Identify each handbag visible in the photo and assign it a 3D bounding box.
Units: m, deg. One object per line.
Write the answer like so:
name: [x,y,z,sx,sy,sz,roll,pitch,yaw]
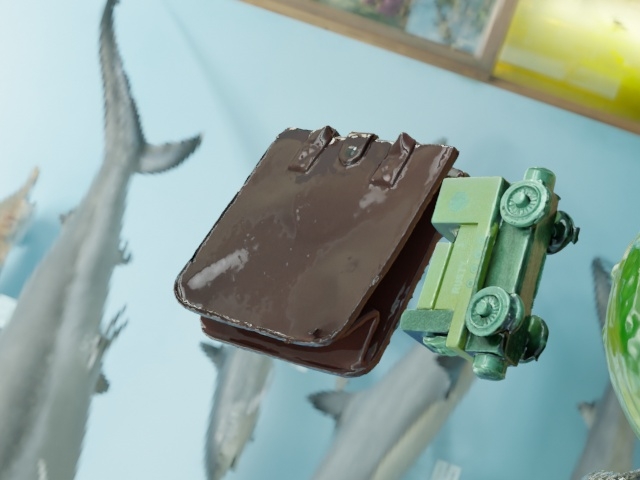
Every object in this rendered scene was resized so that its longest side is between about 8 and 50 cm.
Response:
handbag: [-0.001,-0.001,1.211,0.275,0.260,0.084,-59,-44,-22]

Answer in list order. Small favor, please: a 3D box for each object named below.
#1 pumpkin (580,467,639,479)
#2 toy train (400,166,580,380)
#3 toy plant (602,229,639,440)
pumpkin: [0.451,0.391,1.618,0.107,0.183,0.119,14,-113,-66]
toy train: [0.091,0.015,0.606,0.050,0.081,0.122,37,-115,-42]
toy plant: [0.264,0.013,0.444,0.316,0.184,0.224,127,133,-60]
